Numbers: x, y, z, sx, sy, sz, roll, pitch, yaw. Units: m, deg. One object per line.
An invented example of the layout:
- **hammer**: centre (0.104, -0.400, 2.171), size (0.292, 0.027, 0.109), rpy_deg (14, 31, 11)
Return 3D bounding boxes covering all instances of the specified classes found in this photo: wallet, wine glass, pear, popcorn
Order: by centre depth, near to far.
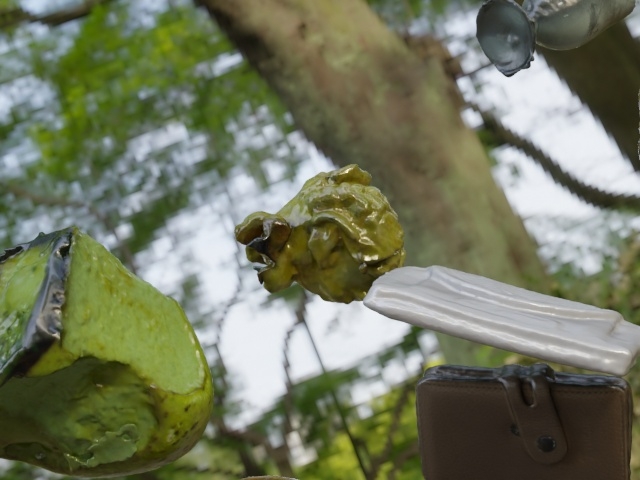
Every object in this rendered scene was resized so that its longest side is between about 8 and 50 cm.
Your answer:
- **wallet**: centre (0.124, 0.049, 1.114), size (0.183, 0.032, 0.124), rpy_deg (16, 12, 15)
- **wallet**: centre (0.146, 0.140, 1.199), size (0.153, 0.118, 0.039), rpy_deg (2, 31, 16)
- **pear**: centre (-0.238, 0.138, 1.545), size (0.238, 0.164, 0.255), rpy_deg (-27, -46, 27)
- **popcorn**: centre (0.006, 0.008, 2.085), size (0.195, 0.168, 0.173), rpy_deg (-29, 11, 2)
- **wine glass**: centre (0.302, -0.285, 2.115), size (0.222, 0.103, 0.103), rpy_deg (-25, -9, -36)

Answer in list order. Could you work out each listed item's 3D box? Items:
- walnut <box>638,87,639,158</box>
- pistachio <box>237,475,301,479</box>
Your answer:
- **walnut**: centre (0.382, -0.123, 1.448), size (0.257, 0.224, 0.257), rpy_deg (-15, -53, -21)
- **pistachio**: centre (-0.057, 0.287, 1.523), size (0.215, 0.144, 0.144), rpy_deg (-17, -10, 25)
